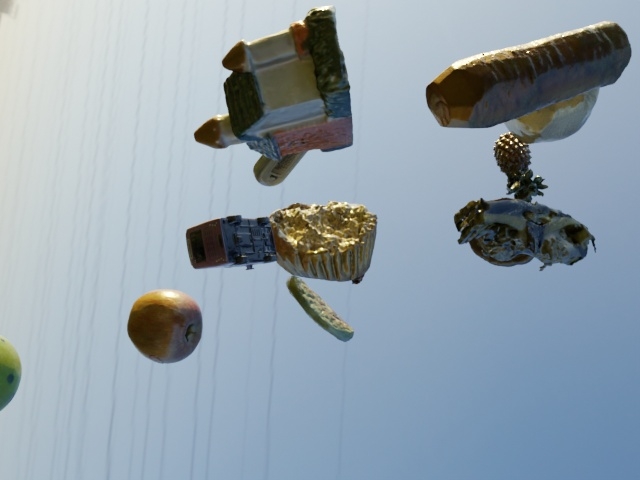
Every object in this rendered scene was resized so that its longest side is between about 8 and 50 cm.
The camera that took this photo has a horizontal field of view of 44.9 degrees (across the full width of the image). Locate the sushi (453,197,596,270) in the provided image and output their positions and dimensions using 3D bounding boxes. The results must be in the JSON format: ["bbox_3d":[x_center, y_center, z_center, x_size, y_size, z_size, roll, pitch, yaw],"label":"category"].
[{"bbox_3d":[0.396,-0.006,1.534,0.139,0.291,0.131,134,-43,-55],"label":"sushi"}]

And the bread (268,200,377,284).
[{"bbox_3d":[0.000,0.000,1.830,0.274,0.274,0.149,-139,-138,-56],"label":"bread"}]

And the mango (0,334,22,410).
[{"bbox_3d":[-0.630,0.232,1.327,0.143,0.293,0.175,-12,-102,13],"label":"mango"}]

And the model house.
[{"bbox_3d":[-0.091,-0.260,1.390,0.271,0.301,0.190,78,-4,-76],"label":"model house"}]

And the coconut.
[{"bbox_3d":[0.494,-0.311,1.681,0.224,0.224,0.224,-28,-124,53],"label":"coconut"}]

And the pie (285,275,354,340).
[{"bbox_3d":[-0.001,0.181,2.023,0.054,0.240,0.240,-46,-146,0],"label":"pie"}]

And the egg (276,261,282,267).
[{"bbox_3d":[-0.082,0.036,2.024,0.083,0.071,0.071,96,-15,-54],"label":"egg"}]

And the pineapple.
[{"bbox_3d":[0.453,-0.175,1.783,0.103,0.083,0.221,-53,-151,39],"label":"pineapple"}]

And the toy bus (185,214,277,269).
[{"bbox_3d":[-0.165,0.008,1.478,0.108,0.199,0.096,-13,-95,23],"label":"toy bus"}]

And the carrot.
[{"bbox_3d":[0.314,-0.249,1.184,0.114,0.302,0.114,162,-90,-82],"label":"carrot"}]

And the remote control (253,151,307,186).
[{"bbox_3d":[-0.070,-0.219,1.823,0.244,0.087,0.047,-49,-137,27],"label":"remote control"}]

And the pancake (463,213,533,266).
[{"bbox_3d":[0.432,-0.028,1.787,0.190,0.020,0.184,-32,-95,9],"label":"pancake"}]

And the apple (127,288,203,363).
[{"bbox_3d":[-0.439,0.242,2.198,0.188,0.211,0.211,6,-96,19],"label":"apple"}]
